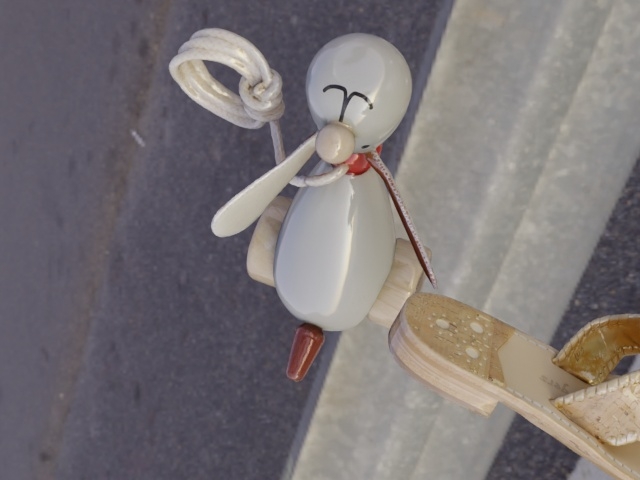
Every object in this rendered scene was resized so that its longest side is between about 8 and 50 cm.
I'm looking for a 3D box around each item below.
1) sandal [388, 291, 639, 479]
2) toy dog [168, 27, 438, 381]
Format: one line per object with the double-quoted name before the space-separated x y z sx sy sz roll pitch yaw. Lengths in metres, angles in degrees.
"sandal" 0.161 0.072 0.509 0.088 0.240 0.079 -76 10 -55
"toy dog" 0.000 0.000 0.736 0.220 0.334 0.161 6 59 26
